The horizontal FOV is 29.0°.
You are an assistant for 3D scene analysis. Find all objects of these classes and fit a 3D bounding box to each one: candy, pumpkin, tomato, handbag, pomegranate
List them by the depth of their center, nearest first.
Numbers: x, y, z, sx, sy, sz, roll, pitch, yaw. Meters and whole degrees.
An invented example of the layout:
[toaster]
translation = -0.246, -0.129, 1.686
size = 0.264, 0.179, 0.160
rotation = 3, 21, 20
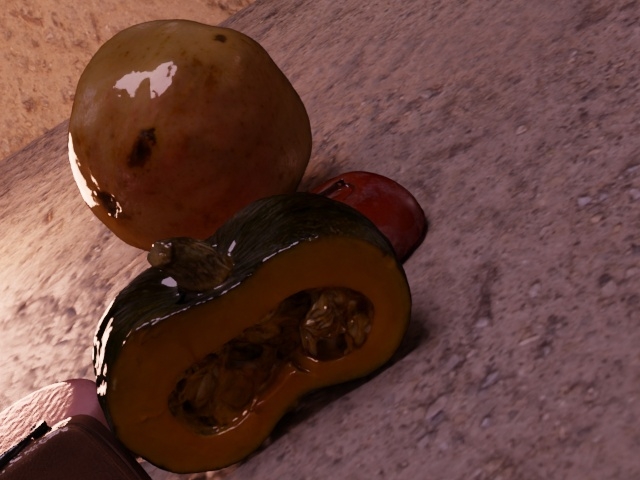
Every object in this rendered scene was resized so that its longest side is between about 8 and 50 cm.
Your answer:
[handbag]
translation = -0.255, 0.256, 1.147
size = 0.193, 0.151, 0.072
rotation = -34, 3, 3
[pumpkin]
translation = -0.078, 0.069, 1.184
size = 0.317, 0.222, 0.139
rotation = -32, 20, 7
[candy]
translation = -0.306, 0.252, 1.318
size = 0.255, 0.094, 0.255
rotation = -30, 21, 13
[tomato]
translation = 0.000, -0.003, 1.397
size = 0.228, 0.101, 0.228
rotation = -32, 23, 15
[pomegranate]
translation = -0.170, -0.151, 1.652
size = 0.342, 0.342, 0.342
rotation = -30, 21, 13
